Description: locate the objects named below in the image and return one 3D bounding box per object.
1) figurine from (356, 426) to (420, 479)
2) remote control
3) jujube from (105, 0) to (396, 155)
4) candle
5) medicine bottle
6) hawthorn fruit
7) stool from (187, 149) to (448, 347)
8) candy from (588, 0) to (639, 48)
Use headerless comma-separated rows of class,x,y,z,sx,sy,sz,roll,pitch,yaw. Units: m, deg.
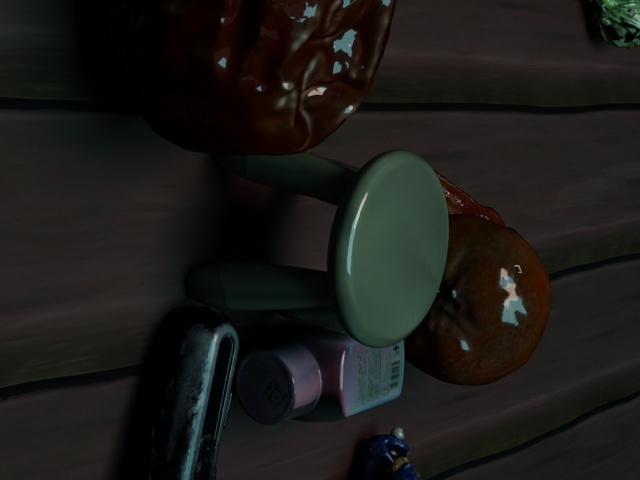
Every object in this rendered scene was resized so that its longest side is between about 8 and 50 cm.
figurine,0.059,0.349,1.693,0.164,0.120,0.262,68,28,-47
remote control,-0.124,0.193,1.380,0.090,0.066,0.266,20,70,-43
jujube,-0.061,-0.265,1.247,0.276,0.276,0.377,-23,129,-51
candle,0.188,-0.034,1.835,0.329,0.048,0.051,31,31,-54
medicine bottle,-0.005,0.138,1.530,0.188,0.119,0.094,-12,106,-54
hawthorn fruit,0.179,0.069,1.727,0.262,0.210,0.210,3,96,-73
stool,0.000,0.000,1.439,0.195,0.198,0.195,13,85,-57
candy,0.385,-0.364,2.019,0.305,0.091,0.083,33,72,-46
